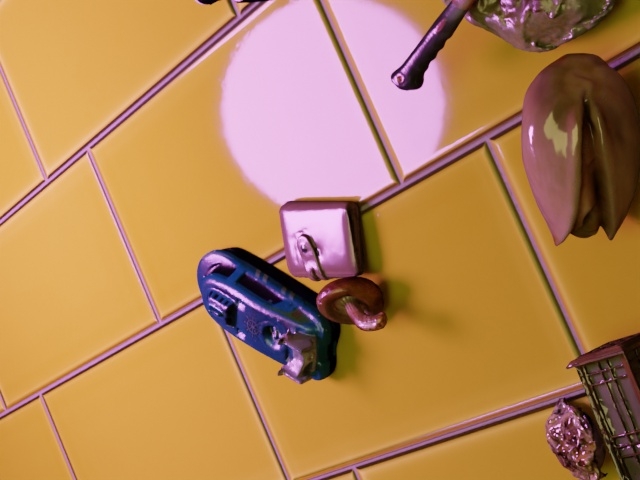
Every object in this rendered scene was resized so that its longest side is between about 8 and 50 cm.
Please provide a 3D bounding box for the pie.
[{"bbox_3d":[0.229,-0.352,1.471,0.306,0.071,0.306,22,120,42],"label":"pie"}]

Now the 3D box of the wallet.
[{"bbox_3d":[0.000,0.000,1.875,0.152,0.038,0.118,-2,101,47],"label":"wallet"}]

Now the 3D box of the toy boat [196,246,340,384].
[{"bbox_3d":[-0.105,0.112,1.994,0.298,0.092,0.134,27,126,38],"label":"toy boat"}]

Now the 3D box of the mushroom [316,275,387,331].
[{"bbox_3d":[0.058,0.089,1.813,0.129,0.073,0.088,16,148,49],"label":"mushroom"}]

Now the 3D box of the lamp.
[{"bbox_3d":[0.396,0.268,1.502,0.089,0.090,0.325,-27,85,48],"label":"lamp"}]

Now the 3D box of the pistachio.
[{"bbox_3d":[0.288,-0.101,1.456,0.144,0.144,0.215,19,123,42],"label":"pistachio"}]

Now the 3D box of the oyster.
[{"bbox_3d":[0.308,0.243,1.585,0.165,0.053,0.108,140,125,-77],"label":"oyster"}]

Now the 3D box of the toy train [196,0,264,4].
[{"bbox_3d":[-0.119,-0.387,1.828,0.204,0.082,0.131,-9,100,49],"label":"toy train"}]

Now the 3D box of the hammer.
[{"bbox_3d":[0.159,-0.268,1.508,0.111,0.033,0.288,52,139,15],"label":"hammer"}]
